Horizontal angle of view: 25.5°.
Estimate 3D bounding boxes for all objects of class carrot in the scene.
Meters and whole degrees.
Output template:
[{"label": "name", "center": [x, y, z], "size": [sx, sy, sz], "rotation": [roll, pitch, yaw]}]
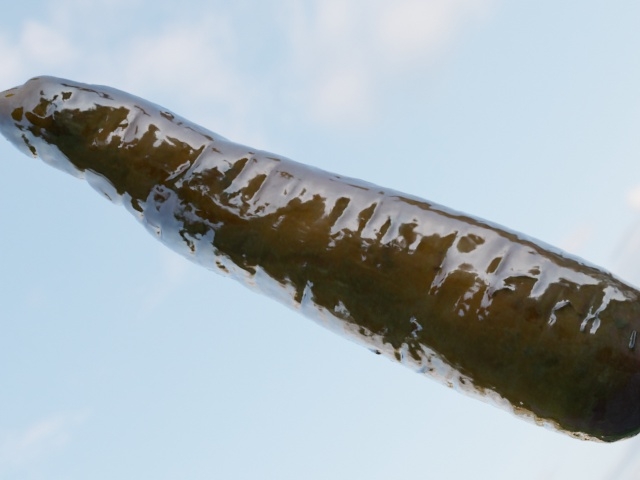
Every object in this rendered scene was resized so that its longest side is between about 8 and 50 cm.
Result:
[{"label": "carrot", "center": [0.000, 0.000, 0.459], "size": [0.059, 0.248, 0.059], "rotation": [-61, -13, -25]}]
